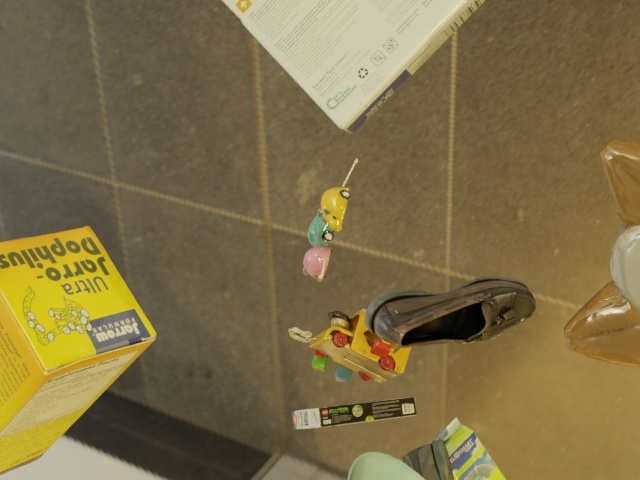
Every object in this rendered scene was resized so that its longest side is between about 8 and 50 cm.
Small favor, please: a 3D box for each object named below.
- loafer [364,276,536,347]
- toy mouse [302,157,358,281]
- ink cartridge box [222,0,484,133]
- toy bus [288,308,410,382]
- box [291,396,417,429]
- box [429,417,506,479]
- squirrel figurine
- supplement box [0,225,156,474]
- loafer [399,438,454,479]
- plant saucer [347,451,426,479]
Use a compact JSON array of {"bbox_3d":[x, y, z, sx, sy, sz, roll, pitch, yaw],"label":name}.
[{"bbox_3d":[0.220,0.128,1.669,0.095,0.303,0.109,-132,44,-54],"label":"loafer"},{"bbox_3d":[0.000,0.000,1.264,0.031,0.161,0.143,17,141,-4],"label":"toy mouse"},{"bbox_3d":[0.051,-0.394,1.664,0.324,0.071,0.330,-45,72,11],"label":"ink cartridge box"},{"bbox_3d":[0.068,0.180,1.950,0.191,0.104,0.202,6,149,25],"label":"toy bus"},{"bbox_3d":[0.063,0.323,1.975,0.114,0.207,0.036,-22,73,60],"label":"box"},{"bbox_3d":[0.280,0.442,2.047,0.178,0.109,0.042,55,163,-26],"label":"box"},{"bbox_3d":[0.569,0.019,1.341,0.397,0.371,0.280,14,106,44],"label":"squirrel figurine"},{"bbox_3d":[-0.427,0.169,1.457,0.356,0.194,0.195,-44,73,33],"label":"supplement box"},{"bbox_3d":[0.171,0.416,1.661,0.084,0.267,0.096,-14,112,9],"label":"loafer"},{"bbox_3d":[0.076,0.269,0.880,0.037,0.195,0.195,-40,91,20],"label":"plant saucer"}]
